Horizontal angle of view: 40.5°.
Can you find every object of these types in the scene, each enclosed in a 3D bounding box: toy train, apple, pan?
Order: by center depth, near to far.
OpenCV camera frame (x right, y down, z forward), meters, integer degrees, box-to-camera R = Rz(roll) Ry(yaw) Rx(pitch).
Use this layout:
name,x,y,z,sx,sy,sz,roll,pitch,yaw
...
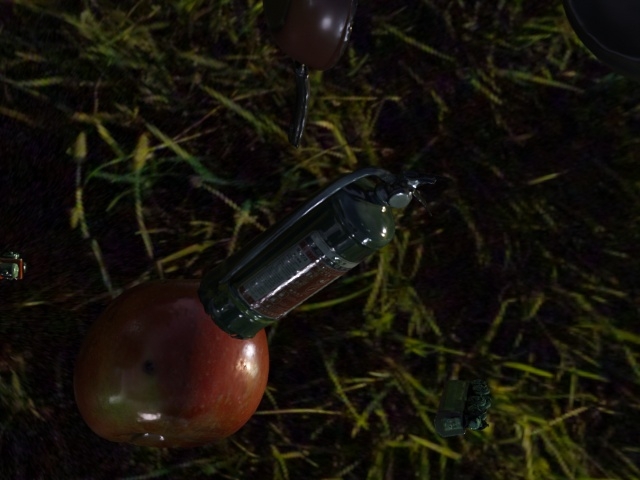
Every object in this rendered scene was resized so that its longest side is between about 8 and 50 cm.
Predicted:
name,x,y,z,sx,sy,sz,roll,pitch,yaw
pan,-0.011,-0.082,0.345,0.023,0.115,0.068,-5,46,-18
toy train,0.197,0.225,1.194,0.071,0.148,0.038,-7,98,15
toy train,-0.488,0.040,1.279,0.103,0.064,0.044,3,101,-7
apple,-0.262,0.219,1.544,0.348,0.348,0.277,9,68,-22

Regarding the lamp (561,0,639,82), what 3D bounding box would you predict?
name,x,y,z,sx,sy,sz,roll,pitch,yaw
lamp,0.226,-0.034,0.457,0.371,0.130,0.108,49,60,-47

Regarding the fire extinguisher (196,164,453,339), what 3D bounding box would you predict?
name,x,y,z,sx,sy,sz,roll,pitch,yaw
fire extinguisher,0.000,0.000,0.915,0.118,0.294,0.093,32,35,-37
